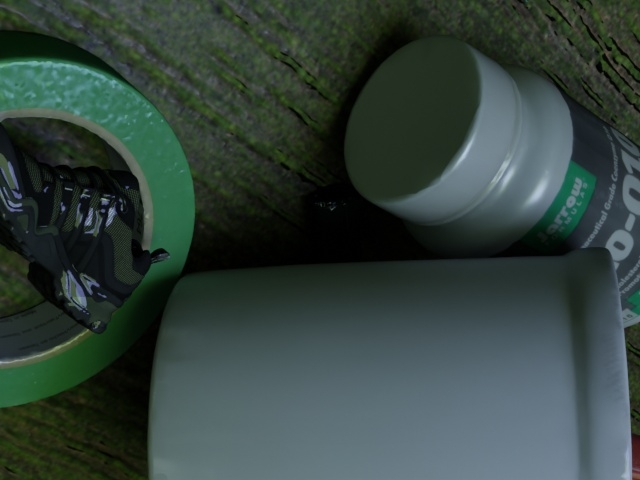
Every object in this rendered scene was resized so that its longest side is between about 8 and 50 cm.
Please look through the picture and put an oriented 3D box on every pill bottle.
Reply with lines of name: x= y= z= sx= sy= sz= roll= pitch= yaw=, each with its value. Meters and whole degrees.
pill bottle: x=0.205 y=-0.052 z=1.266 sx=0.361 sy=0.204 sz=0.204 roll=25 pitch=100 yaw=-40

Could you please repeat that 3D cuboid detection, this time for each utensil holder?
utensil holder: x=0.069 y=0.173 z=1.136 sx=0.385 sy=0.327 sz=0.327 roll=-1 pitch=123 yaw=9

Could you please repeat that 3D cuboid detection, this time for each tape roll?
tape roll: x=-0.266 y=-0.013 z=1.066 sx=0.321 sy=0.077 sz=0.321 roll=-16 pitch=124 yaw=-25

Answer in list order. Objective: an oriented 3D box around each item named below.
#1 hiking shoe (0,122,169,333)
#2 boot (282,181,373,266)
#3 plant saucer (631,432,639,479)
hiking shoe: x=-0.207 y=-0.032 z=1.003 sx=0.114 sy=0.086 sz=0.227 roll=-47 pitch=138 yaw=-20
boot: x=0.000 y=0.000 z=1.267 sx=0.121 sy=0.045 sz=0.099 roll=-19 pitch=127 yaw=-32
plant saucer: x=0.345 y=0.343 z=1.339 sx=0.259 sy=0.048 sz=0.258 roll=15 pitch=97 yaw=-14
